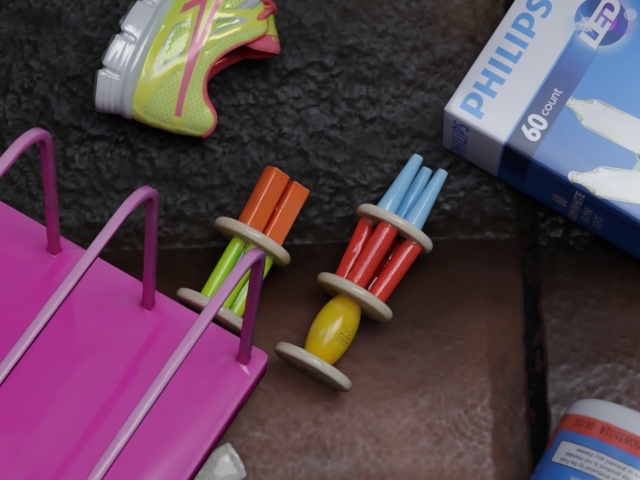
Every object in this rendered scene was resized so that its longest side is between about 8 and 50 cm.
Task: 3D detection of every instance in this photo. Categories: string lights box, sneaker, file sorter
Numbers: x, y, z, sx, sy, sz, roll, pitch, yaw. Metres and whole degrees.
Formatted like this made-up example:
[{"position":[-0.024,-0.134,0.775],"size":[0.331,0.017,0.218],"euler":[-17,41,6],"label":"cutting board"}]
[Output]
[{"position":[0.217,-0.056,1.090],"size":[0.260,0.077,0.133],"euler":[31,80,10],"label":"string lights box"},{"position":[-0.058,-0.155,1.132],"size":[0.094,0.081,0.208],"euler":[28,84,2],"label":"sneaker"},{"position":[-0.197,0.037,0.977],"size":[0.291,0.182,0.202],"euler":[29,62,9],"label":"file sorter"}]

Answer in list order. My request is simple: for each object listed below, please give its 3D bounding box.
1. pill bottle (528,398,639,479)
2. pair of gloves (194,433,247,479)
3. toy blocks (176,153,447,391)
[{"position":[0.143,0.210,0.998],"size":[0.124,0.124,0.221],"euler":[28,77,9],"label":"pill bottle"},{"position":[-0.187,0.120,1.076],"size":[0.204,0.042,0.240],"euler":[-42,77,-9],"label":"pair of gloves"},{"position":[0.000,0.000,1.095],"size":[0.123,0.054,0.148],"euler":[29,78,9],"label":"toy blocks"}]
